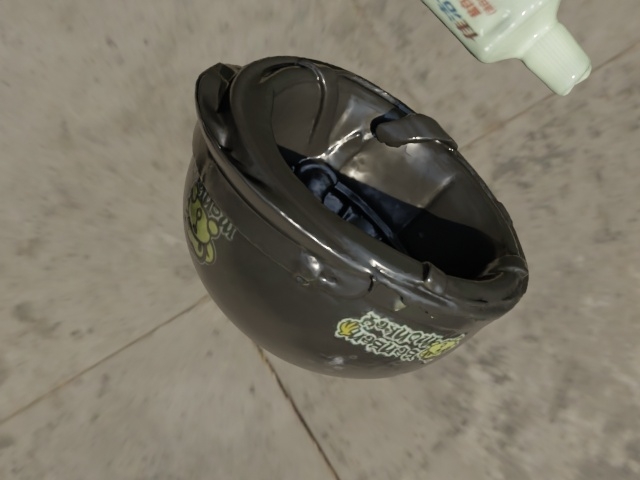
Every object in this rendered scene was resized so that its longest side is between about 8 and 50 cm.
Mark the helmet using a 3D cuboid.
[{"bbox_3d":[0.000,0.000,1.222,0.160,0.279,0.230,-51,48,30],"label":"helmet"}]

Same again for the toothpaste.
[{"bbox_3d":[0.017,-0.164,0.747,0.268,0.047,0.069,48,124,4],"label":"toothpaste"}]
